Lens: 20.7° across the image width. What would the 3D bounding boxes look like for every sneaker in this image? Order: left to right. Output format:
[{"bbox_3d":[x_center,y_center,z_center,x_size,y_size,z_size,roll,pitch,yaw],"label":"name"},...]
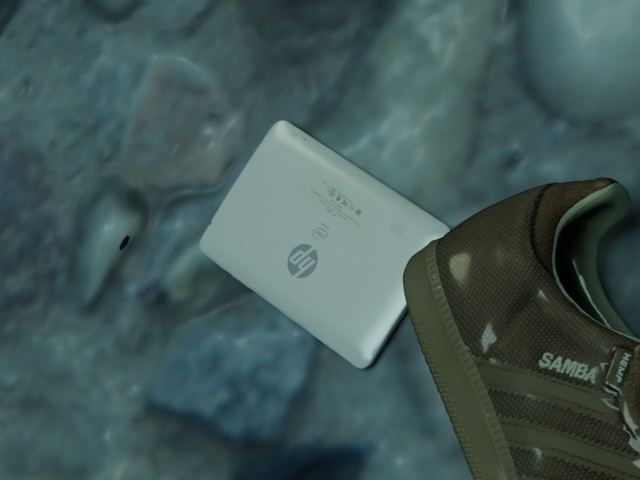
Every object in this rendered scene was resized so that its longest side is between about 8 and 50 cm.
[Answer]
[{"bbox_3d":[0.084,0.064,0.473,0.071,0.066,0.188,-33,61,17],"label":"sneaker"}]

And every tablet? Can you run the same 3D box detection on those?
[{"bbox_3d":[0.000,0.000,0.579,0.083,0.006,0.054,35,94,34],"label":"tablet"}]
